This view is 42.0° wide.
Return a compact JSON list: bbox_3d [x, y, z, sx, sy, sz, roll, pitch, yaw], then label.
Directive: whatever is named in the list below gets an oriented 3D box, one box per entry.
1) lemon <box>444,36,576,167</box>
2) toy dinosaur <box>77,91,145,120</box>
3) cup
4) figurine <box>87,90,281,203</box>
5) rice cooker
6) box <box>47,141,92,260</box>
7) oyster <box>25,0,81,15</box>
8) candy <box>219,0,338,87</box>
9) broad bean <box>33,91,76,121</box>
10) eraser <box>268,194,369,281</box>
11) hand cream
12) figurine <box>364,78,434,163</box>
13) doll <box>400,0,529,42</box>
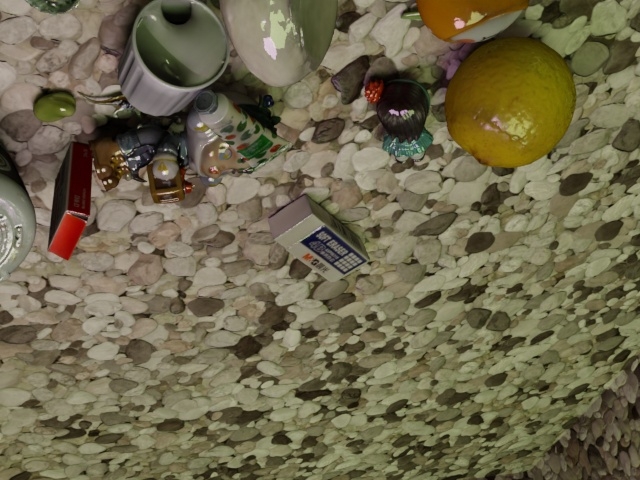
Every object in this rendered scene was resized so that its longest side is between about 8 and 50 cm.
[{"bbox_3d":[0.399,-0.291,1.759,0.293,0.293,0.293,-11,141,-9],"label":"lemon"},{"bbox_3d":[-0.389,-0.267,1.657,0.180,0.037,0.058,-5,125,-25],"label":"toy dinosaur"},{"bbox_3d":[-0.253,-0.334,1.495,0.221,0.166,0.202,-40,-171,-25],"label":"cup"},{"bbox_3d":[-0.259,-0.186,1.670,0.382,0.186,0.261,-17,173,-8],"label":"figurine"},{"bbox_3d":[-0.692,-0.069,1.574,0.289,0.277,0.288,-17,129,-21],"label":"rice cooker"},{"bbox_3d":[-0.500,-0.082,1.672,0.050,0.229,0.123,15,128,-26],"label":"box"},{"bbox_3d":[-0.456,-0.436,1.434,0.100,0.037,0.098,25,108,-16],"label":"oyster"},{"bbox_3d":[-0.074,-0.417,1.446,0.185,0.295,0.295,9,145,18],"label":"candy"},{"bbox_3d":[-0.515,-0.257,1.610,0.083,0.045,0.063,-14,153,7],"label":"broad bean"},{"bbox_3d":[0.000,0.000,2.094,0.124,0.081,0.279,-32,140,17],"label":"eraser"},{"bbox_3d":[-0.143,-0.198,1.523,0.095,0.059,0.276,-35,154,11],"label":"hand cream"},{"bbox_3d":[0.178,-0.259,1.844,0.138,0.110,0.245,-4,149,9],"label":"figurine"},{"bbox_3d":[0.275,-0.471,1.586,0.214,0.213,0.236,-12,-176,-9],"label":"doll"}]
